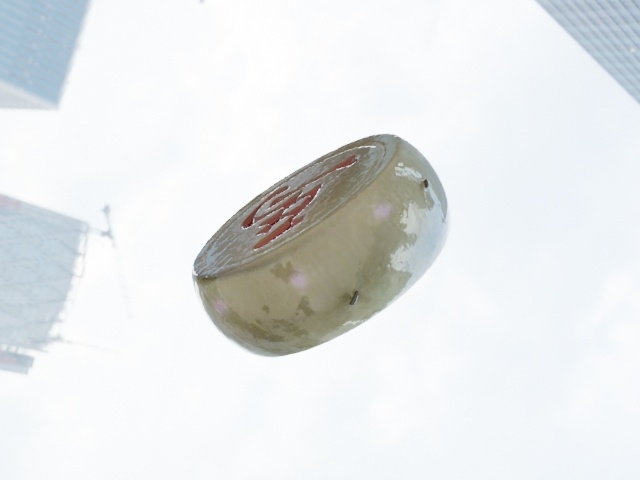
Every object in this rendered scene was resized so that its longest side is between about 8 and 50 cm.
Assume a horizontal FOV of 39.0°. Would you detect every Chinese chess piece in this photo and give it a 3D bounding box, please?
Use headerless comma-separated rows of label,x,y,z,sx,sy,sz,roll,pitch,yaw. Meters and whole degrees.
Chinese chess piece,0.000,0.000,0.894,0.273,0.102,0.273,-29,-162,11
